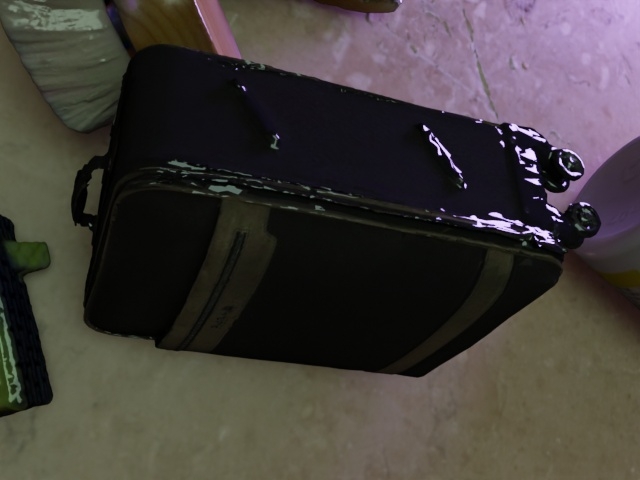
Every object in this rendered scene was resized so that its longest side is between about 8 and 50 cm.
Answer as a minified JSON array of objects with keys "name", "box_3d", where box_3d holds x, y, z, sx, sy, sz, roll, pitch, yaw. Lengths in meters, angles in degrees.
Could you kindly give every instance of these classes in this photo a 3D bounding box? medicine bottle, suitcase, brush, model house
[{"name":"medicine bottle","box_3d":[0.496,0.034,0.866,0.339,0.208,0.208,39,71,-13]},{"name":"suitcase","box_3d":[0.000,0.000,0.637,0.433,0.283,0.194,11,57,-19]},{"name":"brush","box_3d":[-0.165,-0.167,0.670,0.166,0.174,0.267,-21,125,6]},{"name":"model house","box_3d":[-0.295,0.070,0.565,0.211,0.170,0.194,-6,77,-59]}]

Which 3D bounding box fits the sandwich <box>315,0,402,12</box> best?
[{"name":"sandwich","box_3d":[-0.013,-0.417,0.789,0.271,0.099,0.301,4,78,-26]}]
